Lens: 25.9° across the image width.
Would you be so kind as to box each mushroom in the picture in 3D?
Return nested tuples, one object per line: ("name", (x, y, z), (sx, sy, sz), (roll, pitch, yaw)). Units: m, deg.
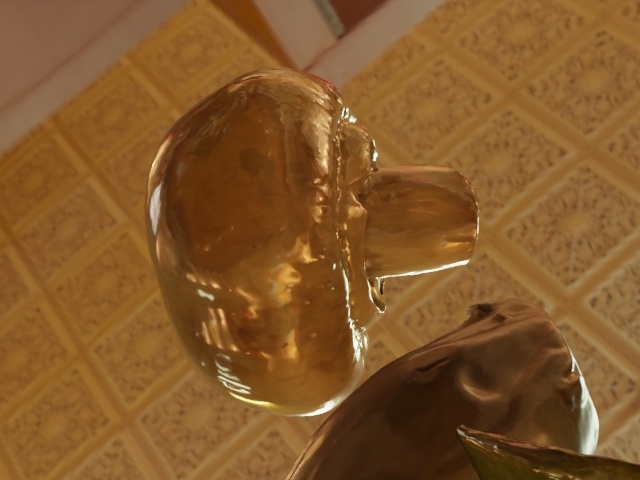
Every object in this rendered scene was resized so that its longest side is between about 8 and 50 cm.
("mushroom", (0.014, 0.145, 0.558), (0.109, 0.097, 0.351), (14, -134, 36))
("mushroom", (0.000, 0.000, 1.017), (0.234, 0.260, 0.254), (-4, -96, 10))

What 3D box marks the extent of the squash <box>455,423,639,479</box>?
("squash", (0.183, 0.110, 0.482), (0.189, 0.260, 0.189), (-28, -159, 12))
